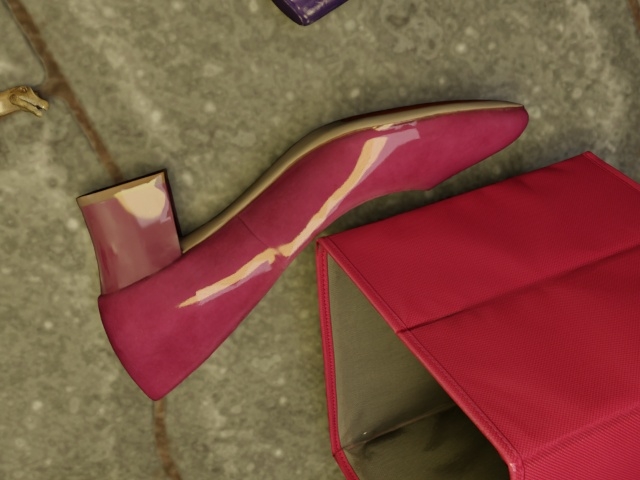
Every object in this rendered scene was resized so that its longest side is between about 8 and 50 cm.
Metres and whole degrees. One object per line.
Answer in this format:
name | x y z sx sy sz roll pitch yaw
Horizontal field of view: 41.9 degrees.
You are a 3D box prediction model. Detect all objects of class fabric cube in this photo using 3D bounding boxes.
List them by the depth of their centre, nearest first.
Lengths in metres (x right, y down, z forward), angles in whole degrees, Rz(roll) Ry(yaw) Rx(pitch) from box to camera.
fabric cube | 0.170 0.122 0.645 0.258 0.259 0.254 -17 127 -19

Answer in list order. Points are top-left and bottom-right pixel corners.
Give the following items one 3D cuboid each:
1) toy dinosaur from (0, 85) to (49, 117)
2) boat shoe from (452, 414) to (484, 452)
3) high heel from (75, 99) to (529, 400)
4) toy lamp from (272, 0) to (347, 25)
toy dinosaur | -0.306 -0.111 0.637 0.183 0.053 0.092 20 81 -19
boat shoe | 0.228 0.183 0.827 0.219 0.078 0.070 -15 127 -12
high heel | 0.000 0.000 0.694 0.377 0.127 0.181 -15 100 3
toy lamp | 0.063 -0.286 0.667 0.274 0.080 0.080 -46 109 -2
